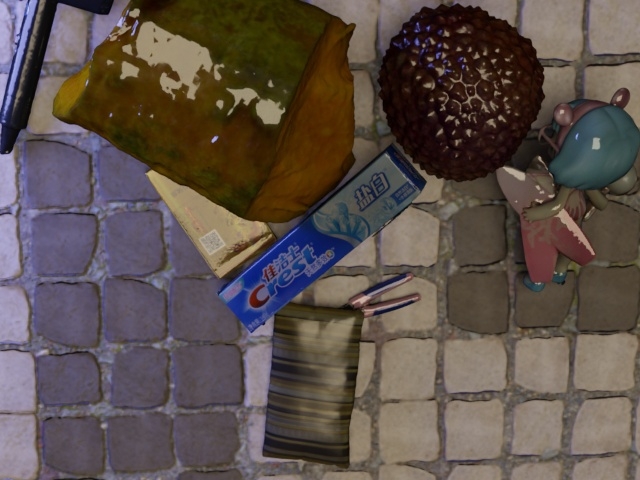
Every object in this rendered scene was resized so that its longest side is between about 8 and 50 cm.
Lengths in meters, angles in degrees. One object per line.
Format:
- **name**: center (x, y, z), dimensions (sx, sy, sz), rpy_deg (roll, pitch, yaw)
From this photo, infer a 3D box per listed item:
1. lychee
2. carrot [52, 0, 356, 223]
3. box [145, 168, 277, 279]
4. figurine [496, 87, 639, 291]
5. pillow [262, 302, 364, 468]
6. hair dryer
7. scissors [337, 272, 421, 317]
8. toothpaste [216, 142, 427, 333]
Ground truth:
- **lychee**: center (0.149, -0.168, 1.330), dimensions (0.188, 0.188, 0.188), rpy_deg (-1, 102, -5)
- **carrot**: center (-0.095, -0.160, 1.284), dimensions (0.340, 0.241, 0.242), rpy_deg (24, 99, -9)
- **box**: center (-0.128, -0.040, 1.415), dimensions (0.089, 0.022, 0.156), rpy_deg (-35, 103, 4)
- **figurine**: center (0.310, -0.051, 1.389), dimensions (0.205, 0.103, 0.260), rpy_deg (-9, 129, -24)
- **pillow**: center (-0.010, 0.175, 1.463), dimensions (0.113, 0.038, 0.204), rpy_deg (7, 102, 4)
- **hair dryer**: center (-0.309, -0.213, 1.350), dimensions (0.128, 0.070, 0.256), rpy_deg (14, 107, -9)
- **scissors**: center (0.065, 0.075, 1.462), dimensions (0.113, 0.012, 0.039), rpy_deg (-22, 102, 0)
- **toothpaste**: center (0.000, 0.000, 1.372), dimensions (0.272, 0.053, 0.066), rpy_deg (-40, 95, 22)
